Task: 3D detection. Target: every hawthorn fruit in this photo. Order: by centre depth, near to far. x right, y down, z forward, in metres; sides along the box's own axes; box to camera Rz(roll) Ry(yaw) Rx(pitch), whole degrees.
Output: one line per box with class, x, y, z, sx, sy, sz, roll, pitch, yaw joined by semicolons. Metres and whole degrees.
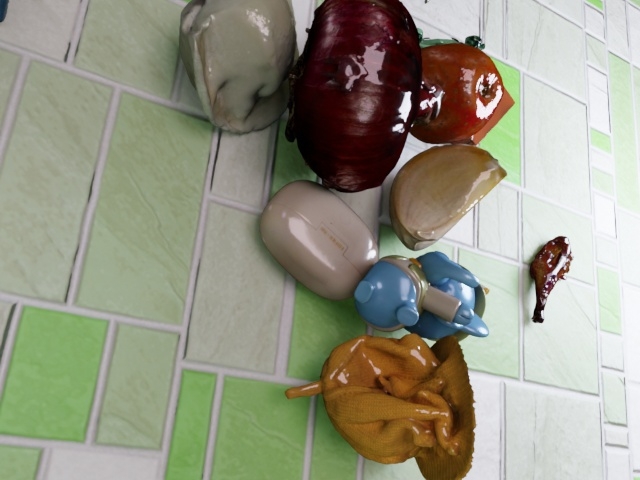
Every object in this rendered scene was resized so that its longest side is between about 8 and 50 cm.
hawthorn fruit;0.218;-0.255;1.113;0.189;0.189;0.189;9;72;-30

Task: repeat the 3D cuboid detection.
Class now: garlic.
garlic;0.200;-0.070;1.102;0.245;0.164;0.145;-43;117;-27

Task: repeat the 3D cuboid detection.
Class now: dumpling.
dumpling;-0.099;-0.282;0.990;0.243;0.175;0.226;-27;122;-18

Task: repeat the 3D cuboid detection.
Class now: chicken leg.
chicken leg;0.458;0.070;1.293;0.205;0.053;0.093;-43;115;-29

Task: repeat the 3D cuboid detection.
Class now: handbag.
handbag;0.296;-0.270;1.280;0.127;0.063;0.190;51;53;-10

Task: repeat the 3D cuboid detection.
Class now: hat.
hat;0.064;0.235;0.922;0.233;0.233;0.244;8;29;-9

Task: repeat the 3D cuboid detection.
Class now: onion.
onion;0.067;-0.218;0.969;0.232;0.314;0.313;9;68;6

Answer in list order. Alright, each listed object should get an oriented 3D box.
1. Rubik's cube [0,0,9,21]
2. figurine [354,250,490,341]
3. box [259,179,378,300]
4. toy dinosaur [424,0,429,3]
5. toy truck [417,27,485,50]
Rubik's cube;-0.495;-0.485;0.676;0.344;0.347;0.346;0;76;-31
figurine;0.165;0.092;1.006;0.262;0.180;0.153;-2;93;-61
box;0.000;0.000;1.000;0.200;0.088;0.146;42;60;-14
toy dinosaur;0.217;-0.568;1.303;0.294;0.077;0.162;-27;91;-34
toy truck;0.232;-0.346;1.238;0.154;0.078;0.080;7;77;2
